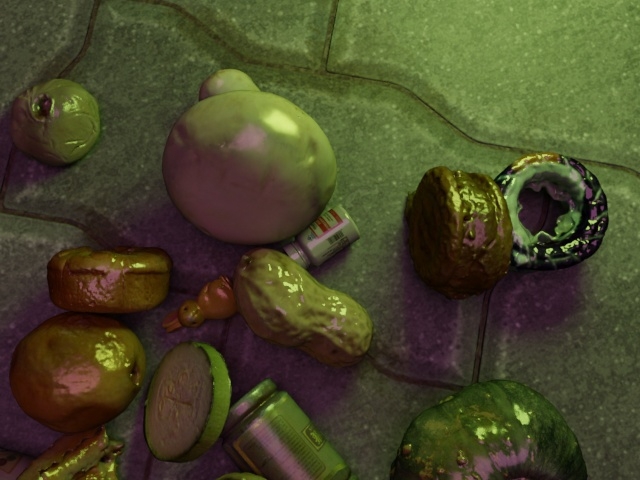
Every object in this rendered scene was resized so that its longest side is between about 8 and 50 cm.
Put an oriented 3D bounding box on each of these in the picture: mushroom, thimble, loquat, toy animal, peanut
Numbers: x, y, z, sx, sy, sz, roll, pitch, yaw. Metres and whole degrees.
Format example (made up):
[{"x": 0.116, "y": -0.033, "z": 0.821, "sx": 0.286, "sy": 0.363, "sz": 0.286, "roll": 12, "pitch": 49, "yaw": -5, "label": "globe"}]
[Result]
[{"x": -0.152, "y": -0.148, "z": 1.295, "sx": 0.315, "sy": 0.315, "sz": 0.356, "roll": -44, "pitch": 83, "yaw": -7, "label": "mushroom"}, {"x": 0.414, "y": -0.043, "z": 1.356, "sx": 0.237, "sy": 0.150, "sz": 0.237, "roll": 0, "pitch": 82, "yaw": -1, "label": "thimble"}, {"x": -0.427, "y": 0.227, "z": 1.266, "sx": 0.238, "sy": 0.193, "sz": 0.238, "roll": -13, "pitch": 46, "yaw": 14, "label": "loquat"}, {"x": -0.229, "y": 0.136, "z": 1.362, "sx": 0.159, "sy": 0.070, "sz": 0.083, "roll": -29, "pitch": 85, "yaw": 0, "label": "toy animal"}, {"x": -0.041, "y": 0.136, "z": 1.309, "sx": 0.291, "sy": 0.143, "sz": 0.159, "roll": 33, "pitch": 55, "yaw": -7, "label": "peanut"}]

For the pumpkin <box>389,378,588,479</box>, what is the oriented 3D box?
[{"x": 0.274, "y": 0.401, "z": 1.225, "sx": 0.328, "sy": 0.257, "sz": 0.291, "roll": -17, "pitch": 93, "yaw": -10, "label": "pumpkin"}]

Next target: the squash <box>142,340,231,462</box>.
[{"x": -0.244, "y": 0.289, "z": 1.285, "sx": 0.041, "sy": 0.219, "sz": 0.219, "roll": 23, "pitch": 78, "yaw": -40, "label": "squash"}]

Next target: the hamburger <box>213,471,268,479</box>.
[{"x": -0.169, "y": 0.558, "z": 1.178, "sx": 0.277, "sy": 0.195, "sz": 0.318, "roll": -17, "pitch": 94, "yaw": 26, "label": "hamburger"}]

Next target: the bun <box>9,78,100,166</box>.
[{"x": -0.522, "y": -0.237, "z": 1.394, "sx": 0.167, "sy": 0.113, "sz": 0.173, "roll": 14, "pitch": 83, "yaw": 2, "label": "bun"}]

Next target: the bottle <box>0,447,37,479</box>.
[{"x": -0.635, "y": 0.419, "z": 1.282, "sx": 0.253, "sy": 0.120, "sz": 0.120, "roll": 16, "pitch": 81, "yaw": 2, "label": "bottle"}]

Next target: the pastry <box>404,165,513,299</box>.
[{"x": 0.251, "y": -0.012, "z": 1.311, "sx": 0.132, "sy": 0.235, "sz": 0.240, "roll": 2, "pitch": 74, "yaw": -12, "label": "pastry"}]

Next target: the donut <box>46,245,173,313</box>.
[{"x": -0.382, "y": 0.068, "z": 1.299, "sx": 0.227, "sy": 0.226, "sz": 0.113, "roll": 2, "pitch": 92, "yaw": 0, "label": "donut"}]

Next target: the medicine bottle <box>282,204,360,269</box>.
[{"x": 0.000, "y": 0.000, "z": 1.378, "sx": 0.140, "sy": 0.079, "sz": 0.079, "roll": -34, "pitch": 82, "yaw": -6, "label": "medicine bottle"}]

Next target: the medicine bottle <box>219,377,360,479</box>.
[{"x": -0.042, "y": 0.411, "z": 1.272, "sx": 0.151, "sy": 0.151, "sz": 0.322, "roll": -40, "pitch": 83, "yaw": -7, "label": "medicine bottle"}]

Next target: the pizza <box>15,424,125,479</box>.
[{"x": -0.440, "y": 0.550, "z": 1.164, "sx": 0.392, "sy": 0.080, "sz": 0.435, "roll": -15, "pitch": 75, "yaw": -48, "label": "pizza"}]
